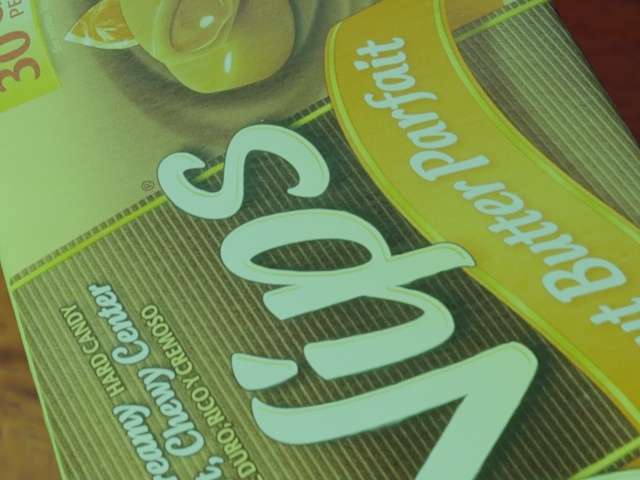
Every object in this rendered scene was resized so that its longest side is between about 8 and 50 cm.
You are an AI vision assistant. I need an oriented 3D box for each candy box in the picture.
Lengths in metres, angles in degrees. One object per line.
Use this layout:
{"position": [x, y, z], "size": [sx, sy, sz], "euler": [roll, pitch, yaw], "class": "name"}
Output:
{"position": [0.000, 0.000, 0.519], "size": [0.183, 0.087, 0.316], "euler": [-21, 55, -3], "class": "candy box"}
